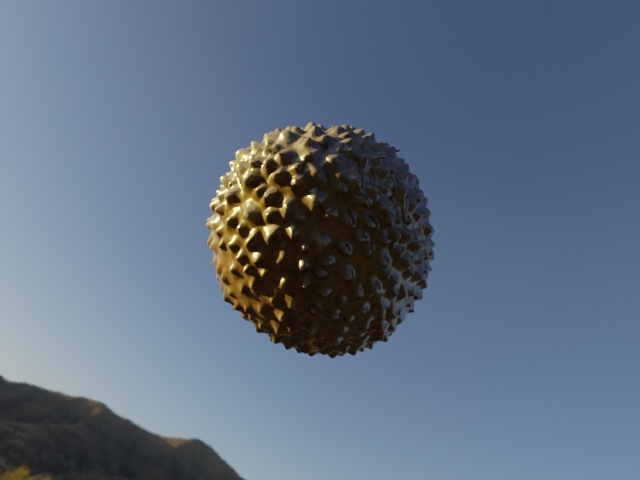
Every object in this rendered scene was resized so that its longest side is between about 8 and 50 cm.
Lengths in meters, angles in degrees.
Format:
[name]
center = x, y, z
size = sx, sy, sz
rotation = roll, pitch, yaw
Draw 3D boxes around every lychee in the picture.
[lychee]
center = 0.000, 0.000, 0.791
size = 0.380, 0.380, 0.432
rotation = 19, -26, 10
